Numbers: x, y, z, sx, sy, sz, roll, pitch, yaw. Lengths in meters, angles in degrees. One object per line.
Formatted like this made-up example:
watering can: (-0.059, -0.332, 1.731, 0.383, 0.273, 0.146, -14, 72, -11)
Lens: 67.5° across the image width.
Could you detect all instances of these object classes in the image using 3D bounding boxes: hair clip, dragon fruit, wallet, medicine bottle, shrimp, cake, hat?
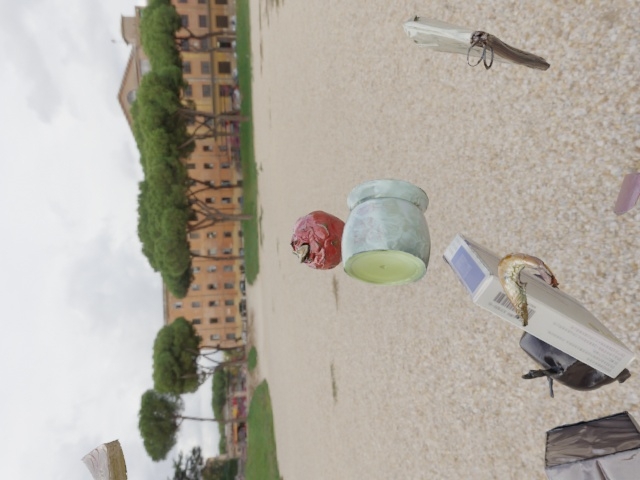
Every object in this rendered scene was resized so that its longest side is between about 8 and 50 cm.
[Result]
hair clip: (0.415, -0.061, 0.647, 0.137, 0.022, 0.054, -3, -70, -61)
dragon fruit: (0.000, 0.000, 1.361, 0.209, 0.172, 0.172, -1, -91, -67)
wallet: (0.340, -0.435, 1.077, 0.275, 0.335, 0.068, 40, 123, 39)
medicine bottle: (0.111, -0.013, 0.809, 0.147, 0.147, 0.143, 103, 174, -60)
shrimp: (0.314, 0.078, 0.723, 0.091, 0.025, 0.127, 7, 119, 50)
cake: (-0.383, 0.432, 0.869, 0.052, 0.065, 0.121, 48, -162, -71)
hat: (0.579, 0.263, 1.236, 0.336, 0.209, 0.238, 55, -172, 22)

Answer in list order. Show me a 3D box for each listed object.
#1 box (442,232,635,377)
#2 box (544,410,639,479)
box: (0.417, 0.121, 0.941, 0.065, 0.343, 0.200, -58, 14, 19)
box: (0.534, 0.434, 0.886, 0.252, 0.188, 0.153, 7, -121, -62)
